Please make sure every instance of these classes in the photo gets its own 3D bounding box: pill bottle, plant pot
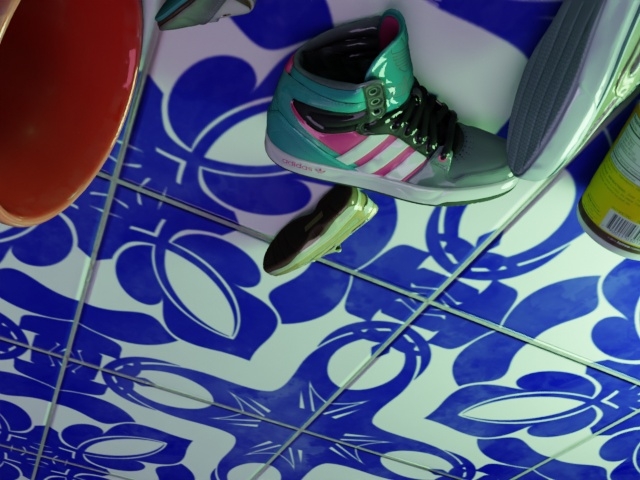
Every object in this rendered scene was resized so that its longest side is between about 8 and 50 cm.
[{"bbox_3d":[0.377,-0.087,0.622,0.117,0.117,0.215,9,135,-2],"label":"pill bottle"},{"bbox_3d":[-0.338,-0.180,0.534,0.243,0.275,0.275,20,134,0],"label":"plant pot"}]

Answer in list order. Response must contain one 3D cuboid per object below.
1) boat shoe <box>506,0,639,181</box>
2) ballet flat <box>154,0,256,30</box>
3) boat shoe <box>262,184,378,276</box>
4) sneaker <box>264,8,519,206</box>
[{"bbox_3d":[0.268,-0.185,0.524,0.094,0.109,0.302,11,122,-11],"label":"boat shoe"},{"bbox_3d":[-0.073,-0.254,0.546,0.213,0.072,0.068,-33,127,31],"label":"ballet flat"},{"bbox_3d":[0.000,0.000,0.793,0.072,0.068,0.190,28,132,-35],"label":"boat shoe"},{"bbox_3d":[0.088,-0.144,0.606,0.296,0.123,0.178,8,144,0],"label":"sneaker"}]
